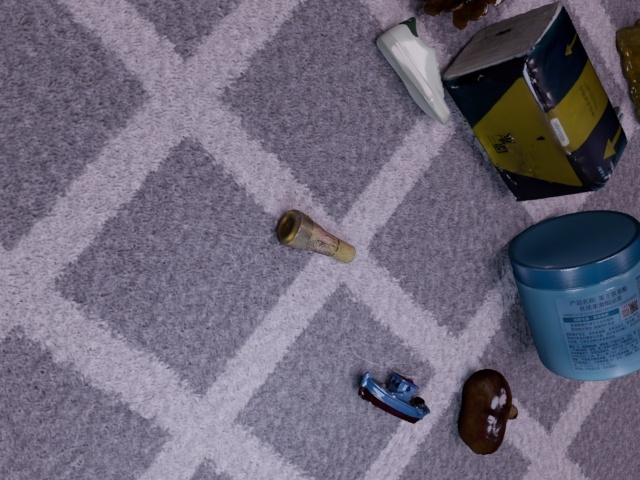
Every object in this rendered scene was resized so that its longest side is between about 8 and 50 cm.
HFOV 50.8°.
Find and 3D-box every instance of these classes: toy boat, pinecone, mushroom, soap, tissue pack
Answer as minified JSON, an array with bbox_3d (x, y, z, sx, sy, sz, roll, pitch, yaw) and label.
[{"bbox_3d":[0.186,0.374,1.655,0.223,0.100,0.097,32,91,-30],"label":"toy boat"},{"bbox_3d":[0.303,-0.601,1.523,0.202,0.201,0.229,-41,85,21],"label":"pinecone"},{"bbox_3d":[0.477,0.450,1.828,0.217,0.148,0.227,2,106,-47],"label":"mushroom"},{"bbox_3d":[1.023,-0.482,1.859,0.169,0.338,0.304,-33,110,-19],"label":"soap"},{"bbox_3d":[0.533,-0.321,1.648,0.416,0.264,0.253,51,60,-25],"label":"tissue pack"}]

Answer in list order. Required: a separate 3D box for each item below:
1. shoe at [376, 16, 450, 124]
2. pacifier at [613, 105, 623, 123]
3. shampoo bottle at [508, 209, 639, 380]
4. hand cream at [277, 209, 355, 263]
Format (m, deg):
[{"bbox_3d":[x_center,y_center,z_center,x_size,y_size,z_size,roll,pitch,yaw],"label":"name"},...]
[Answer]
[{"bbox_3d":[0.247,-0.398,1.576,0.110,0.095,0.265,-43,113,0],"label":"shoe"},{"bbox_3d":[0.783,-0.323,1.891,0.116,0.127,0.150,29,89,-4],"label":"pacifier"},{"bbox_3d":[0.701,0.143,1.773,0.331,0.331,0.343,-30,110,-22],"label":"shampoo bottle"},{"bbox_3d":[0.000,0.000,1.524,0.203,0.084,0.084,23,86,-36],"label":"hand cream"}]
